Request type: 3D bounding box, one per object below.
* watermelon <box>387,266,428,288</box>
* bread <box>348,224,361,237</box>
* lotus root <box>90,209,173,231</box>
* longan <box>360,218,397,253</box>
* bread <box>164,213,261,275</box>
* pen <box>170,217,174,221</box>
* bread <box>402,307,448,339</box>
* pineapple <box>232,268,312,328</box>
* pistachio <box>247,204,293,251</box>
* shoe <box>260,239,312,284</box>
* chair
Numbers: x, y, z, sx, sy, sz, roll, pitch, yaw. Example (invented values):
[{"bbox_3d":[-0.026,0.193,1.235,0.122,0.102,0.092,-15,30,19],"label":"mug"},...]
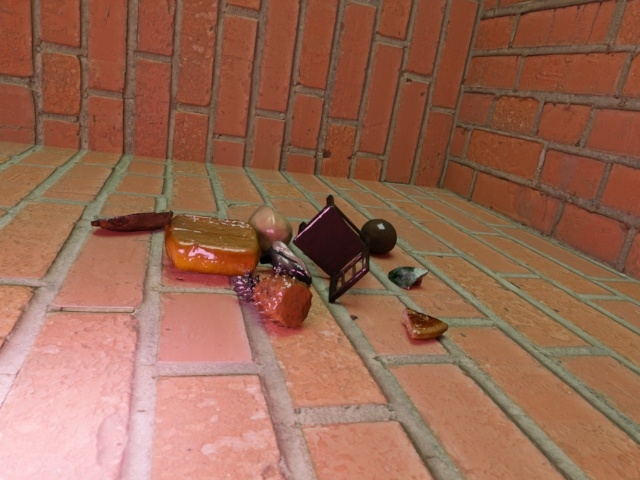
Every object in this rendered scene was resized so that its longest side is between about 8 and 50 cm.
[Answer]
[{"bbox_3d":[0.326,0.150,1.879,0.155,0.080,0.101,21,56,26],"label":"watermelon"},{"bbox_3d":[0.125,-0.021,2.257,0.125,0.082,0.106,28,34,22],"label":"bread"},{"bbox_3d":[-0.756,-0.070,1.968,0.167,0.078,0.329,-6,4,44],"label":"lotus root"},{"bbox_3d":[0.261,-0.019,2.185,0.167,0.168,0.187,9,17,-2],"label":"longan"},{"bbox_3d":[-0.381,0.032,1.718,0.336,0.148,0.328,6,22,-18],"label":"bread"},{"bbox_3d":[-0.550,-0.079,2.166,0.238,0.028,0.028,5,18,-13],"label":"pen"},{"bbox_3d":[0.328,0.265,1.491,0.135,0.054,0.154,6,23,-6],"label":"bread"},{"bbox_3d":[-0.159,0.166,1.443,0.157,0.158,0.278,-8,11,-44],"label":"pineapple"},{"bbox_3d":[-0.215,-0.054,2.001,0.187,0.188,0.299,4,14,-17],"label":"pistachio"},{"bbox_3d":[-0.128,0.097,1.742,0.112,0.099,0.227,-33,57,-21],"label":"shoe"},{"bbox_3d":[0.037,0.014,1.763,0.241,0.203,0.416,46,16,-7],"label":"chair"}]
